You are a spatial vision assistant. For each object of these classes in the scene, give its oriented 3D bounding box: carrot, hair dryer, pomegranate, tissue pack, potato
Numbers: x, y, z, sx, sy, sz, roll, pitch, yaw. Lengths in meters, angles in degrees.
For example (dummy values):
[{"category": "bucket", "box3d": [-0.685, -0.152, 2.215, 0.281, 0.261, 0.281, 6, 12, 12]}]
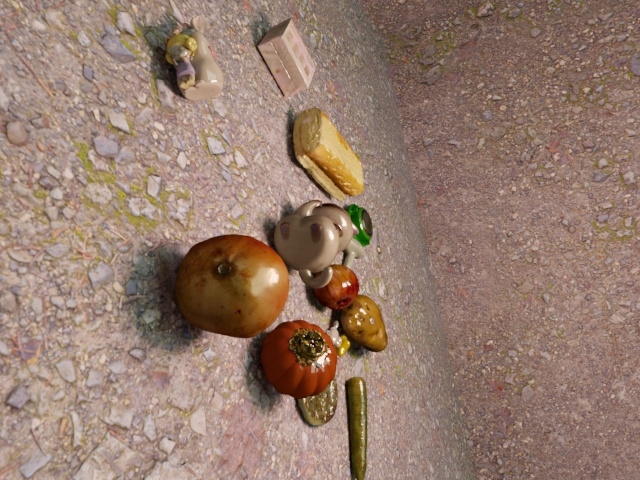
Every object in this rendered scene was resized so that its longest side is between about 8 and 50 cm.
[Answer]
[{"category": "carrot", "box3d": [0.138, 0.674, 1.716, 0.074, 0.074, 0.358, 38, 45, -54]}, {"category": "hair dryer", "box3d": [0.095, 0.071, 1.995, 0.206, 0.076, 0.237, 42, 48, -40]}, {"category": "pomegranate", "box3d": [-0.197, 0.113, 1.110, 0.270, 0.252, 0.228, 72, 23, -66]}, {"category": "tissue pack", "box3d": [-0.125, -0.710, 1.859, 0.225, 0.124, 0.184, 57, 29, -35]}, {"category": "potato", "box3d": [0.186, 0.339, 1.892, 0.176, 0.196, 0.369, -58, 147, -14]}]

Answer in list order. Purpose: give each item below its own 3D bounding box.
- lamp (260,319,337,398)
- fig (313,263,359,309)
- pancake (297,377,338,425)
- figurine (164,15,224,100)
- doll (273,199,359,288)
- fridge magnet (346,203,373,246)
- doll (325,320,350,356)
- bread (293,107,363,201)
[{"category": "lamp", "box3d": [-0.060, 0.329, 1.334, 0.223, 0.196, 0.223, 16, 48, -18]}, {"category": "fig", "box3d": [0.043, 0.143, 1.728, 0.175, 0.175, 0.207, 42, 14, -51]}, {"category": "pancake", "box3d": [-0.013, 0.476, 1.544, 0.253, 0.037, 0.253, 42, 40, -49]}, {"category": "figurine", "box3d": [-0.351, -0.506, 1.279, 0.155, 0.127, 0.235, -10, 81, -56]}, {"category": "doll", "box3d": [-0.012, -0.018, 1.613, 0.370, 0.215, 0.225, -57, 132, -60]}, {"category": "fridge magnet", "box3d": [0.180, -0.071, 2.198, 0.208, 0.088, 0.207, 43, 39, -50]}, {"category": "doll", "box3d": [0.056, 0.367, 1.724, 0.113, 0.072, 0.135, 63, 31, -8]}, {"category": "bread", "box3d": [0.031, -0.347, 1.943, 0.375, 0.165, 0.236, 38, 41, -51]}]
